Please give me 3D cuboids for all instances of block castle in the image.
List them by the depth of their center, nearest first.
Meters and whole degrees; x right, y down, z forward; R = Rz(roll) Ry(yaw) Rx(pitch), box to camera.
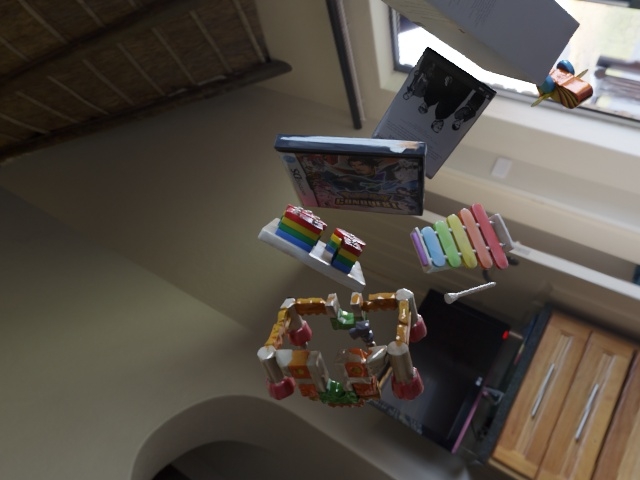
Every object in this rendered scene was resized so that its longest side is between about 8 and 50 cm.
[{"bbox_3d":[0.072,0.321,1.309,0.303,0.454,0.212,-68,-33,-54],"label":"block castle"}]

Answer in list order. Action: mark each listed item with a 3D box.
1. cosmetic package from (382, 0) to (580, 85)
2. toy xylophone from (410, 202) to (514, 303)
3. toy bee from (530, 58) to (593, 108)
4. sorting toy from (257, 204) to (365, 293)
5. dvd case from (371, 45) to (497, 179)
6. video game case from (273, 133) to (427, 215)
[{"bbox_3d":[0.343,-0.503,0.973,0.386,0.217,0.156,19,-70,-30],"label":"cosmetic package"},{"bbox_3d":[0.400,0.035,1.245,0.323,0.236,0.081,-18,-15,-27],"label":"toy xylophone"},{"bbox_3d":[0.790,-0.528,1.493,0.162,0.196,0.297,48,-147,-54],"label":"toy bee"},{"bbox_3d":[0.000,0.000,1.086,0.089,0.257,0.255,-61,3,8],"label":"sorting toy"},{"bbox_3d":[0.246,-0.280,1.008,0.029,0.179,0.238,-45,-10,-50],"label":"dvd case"},{"bbox_3d":[0.070,-0.124,0.900,0.248,0.275,0.035,63,-144,-65],"label":"video game case"}]
